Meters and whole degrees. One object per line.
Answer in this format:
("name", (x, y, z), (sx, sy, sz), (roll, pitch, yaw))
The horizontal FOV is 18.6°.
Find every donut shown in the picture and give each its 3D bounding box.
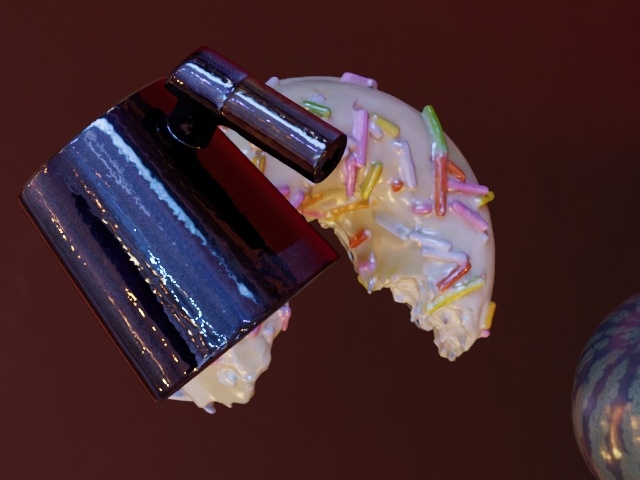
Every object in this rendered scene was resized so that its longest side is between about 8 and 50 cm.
("donut", (0.006, -0.008, 1.878), (0.371, 0.307, 0.150), (-9, -177, -27))

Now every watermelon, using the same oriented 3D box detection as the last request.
("watermelon", (0.305, 0.133, 1.578), (0.212, 0.212, 0.212), (17, 165, 5))

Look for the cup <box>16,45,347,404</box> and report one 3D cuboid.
("cup", (-0.077, -0.027, 1.364), (0.177, 0.239, 0.166), (51, -165, 2))
